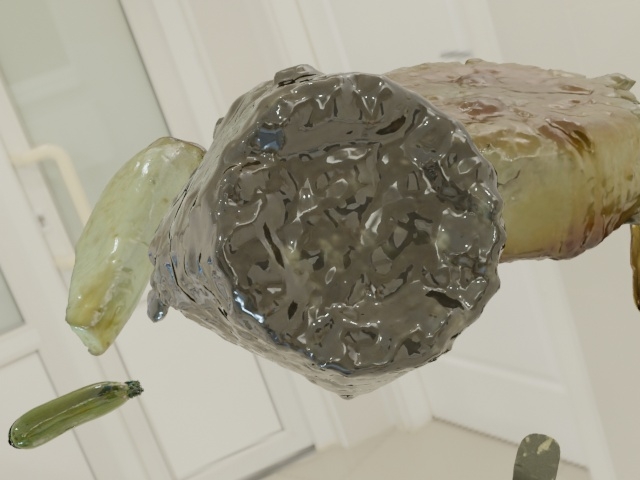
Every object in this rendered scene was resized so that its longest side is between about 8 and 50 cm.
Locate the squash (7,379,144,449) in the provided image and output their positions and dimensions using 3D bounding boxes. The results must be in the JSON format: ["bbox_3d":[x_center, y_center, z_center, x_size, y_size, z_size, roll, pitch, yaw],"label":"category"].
[{"bbox_3d":[-0.318,0.221,1.344,0.183,0.052,0.052,-22,18,-10],"label":"squash"}]

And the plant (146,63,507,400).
[{"bbox_3d":[0.000,0.000,0.676,0.199,0.188,0.276,-60,12,-9],"label":"plant"}]

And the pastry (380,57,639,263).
[{"bbox_3d":[0.152,-0.084,0.998,0.329,0.136,0.330,0,24,0],"label":"pastry"}]

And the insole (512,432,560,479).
[{"bbox_3d":[0.306,0.401,1.520,0.081,0.011,0.248,9,62,16],"label":"insole"}]

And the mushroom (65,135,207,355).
[{"bbox_3d":[-0.219,-0.007,1.181,0.107,0.087,0.333,-7,39,26],"label":"mushroom"}]

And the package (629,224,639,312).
[{"bbox_3d":[0.486,0.069,1.181,0.165,0.311,0.221,-18,42,31],"label":"package"}]
